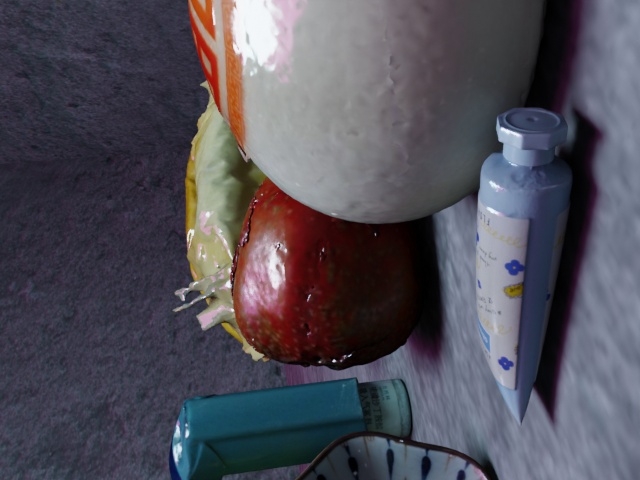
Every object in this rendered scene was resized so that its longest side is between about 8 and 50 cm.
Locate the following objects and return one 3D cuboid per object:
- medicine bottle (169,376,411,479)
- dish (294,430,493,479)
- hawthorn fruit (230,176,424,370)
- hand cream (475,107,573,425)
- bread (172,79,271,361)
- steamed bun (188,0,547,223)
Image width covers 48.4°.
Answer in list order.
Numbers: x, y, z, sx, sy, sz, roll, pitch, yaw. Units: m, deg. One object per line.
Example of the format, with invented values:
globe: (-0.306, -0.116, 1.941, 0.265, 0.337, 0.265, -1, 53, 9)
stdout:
medicine bottle: (-0.038, 0.199, 0.751, 0.124, 0.258, 0.079, 89, 171, -51)
dish: (0.049, 0.234, 0.497, 0.066, 0.191, 0.190, 68, -171, -54)
hawthorn fruit: (0.000, 0.000, 0.645, 0.181, 0.181, 0.235, 117, 148, -77)
hand cream: (0.103, 0.015, 0.370, 0.065, 0.043, 0.170, -97, 0, -56)
bread: (-0.053, -0.037, 0.901, 0.183, 0.236, 0.388, 128, 147, -56)
steamed bun: (0.008, -0.149, 0.439, 0.283, 0.177, 0.283, 174, 90, -82)
